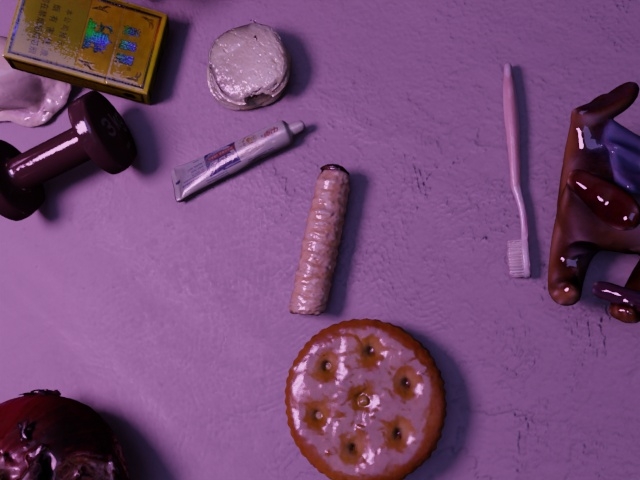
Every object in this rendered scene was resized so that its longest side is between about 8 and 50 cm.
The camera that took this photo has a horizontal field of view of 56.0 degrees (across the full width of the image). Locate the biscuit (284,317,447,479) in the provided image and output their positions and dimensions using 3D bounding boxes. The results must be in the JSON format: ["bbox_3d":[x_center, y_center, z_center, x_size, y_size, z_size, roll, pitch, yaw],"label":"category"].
[{"bbox_3d":[0.059,0.214,0.801,0.221,0.066,0.220,-3,76,11],"label":"biscuit"}]

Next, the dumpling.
[{"bbox_3d":[-0.539,-0.263,1.014,0.229,0.124,0.151,20,125,-3],"label":"dumpling"}]

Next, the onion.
[{"bbox_3d":[-0.402,0.361,0.815,0.314,0.232,0.313,-6,56,9],"label":"onion"}]

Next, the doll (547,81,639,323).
[{"bbox_3d":[0.424,-0.009,0.676,0.340,0.209,0.317,19,88,14],"label":"doll"}]

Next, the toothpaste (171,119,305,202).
[{"bbox_3d":[-0.129,-0.130,0.926,0.234,0.038,0.060,-23,72,12],"label":"toothpaste"}]

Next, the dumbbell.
[{"bbox_3d":[-0.415,-0.131,0.942,0.226,0.140,0.124,-25,114,7],"label":"dumbbell"}]

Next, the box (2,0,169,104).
[{"bbox_3d":[-0.365,-0.316,0.958,0.220,0.064,0.140,12,82,-10],"label":"box"}]

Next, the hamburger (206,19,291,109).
[{"bbox_3d":[-0.112,-0.270,0.933,0.140,0.062,0.133,-3,80,11],"label":"hamburger"}]

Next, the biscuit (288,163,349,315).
[{"bbox_3d":[0.000,0.000,0.859,0.061,0.055,0.219,1,76,50],"label":"biscuit"}]

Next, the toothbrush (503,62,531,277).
[{"bbox_3d":[0.264,-0.100,0.828,0.030,0.025,0.307,-5,79,21],"label":"toothbrush"}]
